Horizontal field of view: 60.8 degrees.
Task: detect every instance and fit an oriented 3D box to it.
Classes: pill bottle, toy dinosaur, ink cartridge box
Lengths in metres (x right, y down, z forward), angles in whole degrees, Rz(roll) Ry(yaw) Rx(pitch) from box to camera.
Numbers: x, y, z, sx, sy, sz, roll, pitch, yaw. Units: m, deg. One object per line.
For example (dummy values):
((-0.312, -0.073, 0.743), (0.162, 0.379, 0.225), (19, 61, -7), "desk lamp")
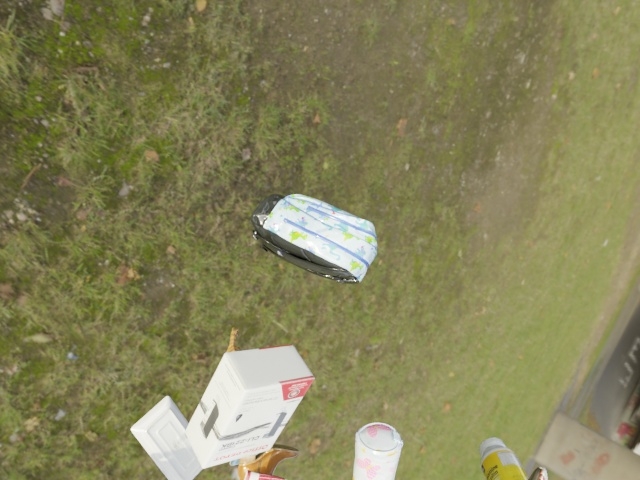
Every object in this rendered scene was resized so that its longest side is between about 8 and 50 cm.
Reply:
((0.495, 0.627, 1.471), (0.184, 0.103, 0.103), (-104, -156, -65), "pill bottle")
((-0.223, 0.326, 1.441), (0.064, 0.211, 0.112), (-1, 129, -26), "toy dinosaur")
((-0.168, 0.384, 1.269), (0.197, 0.114, 0.273), (2, 127, -42), "ink cartridge box")

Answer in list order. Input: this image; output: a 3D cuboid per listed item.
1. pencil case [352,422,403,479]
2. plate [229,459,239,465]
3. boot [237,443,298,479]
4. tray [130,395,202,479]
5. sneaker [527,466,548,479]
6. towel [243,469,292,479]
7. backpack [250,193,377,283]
((0.147, 0.619, 1.447), (0.113, 0.124, 0.273), (-47, 142, -60), "pencil case")
((-0.261, 0.780, 2.049), (0.188, 0.024, 0.188), (-28, 151, -17), "plate")
((-0.168, 0.743, 1.761), (0.073, 0.197, 0.152), (124, -35, -77), "boot")
((-0.442, 0.621, 1.659), (0.145, 0.030, 0.270), (-42, 111, -36), "tray")
((0.324, 0.432, 0.896), (0.158, 0.065, 0.061), (-43, 124, -35), "sneaker")
((-0.097, 0.821, 1.581), (0.329, 0.037, 0.237), (22, 78, -16), "towel")
((0.000, 0.000, 1.709), (0.273, 0.355, 0.290), (-48, 156, -11), "backpack")
